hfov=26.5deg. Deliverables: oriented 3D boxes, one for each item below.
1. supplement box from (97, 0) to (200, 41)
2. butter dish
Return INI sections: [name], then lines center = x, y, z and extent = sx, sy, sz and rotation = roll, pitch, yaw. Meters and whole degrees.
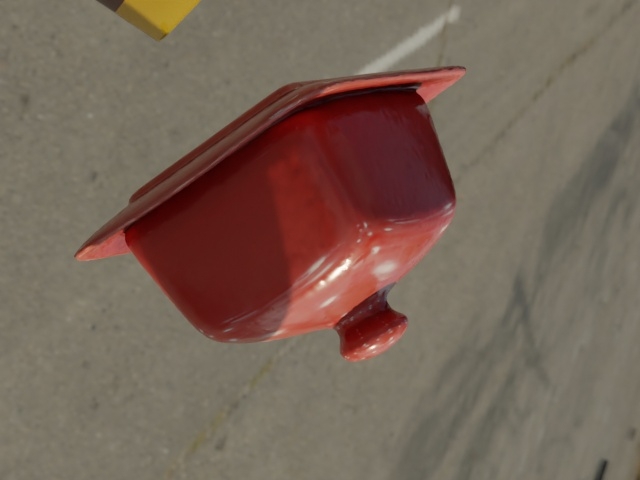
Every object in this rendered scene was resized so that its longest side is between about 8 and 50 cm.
[supplement box]
center = -0.073, -0.186, 0.394
extent = 0.129, 0.194, 0.191
rotation = -62, -166, -17
[butter dish]
center = 0.000, 0.000, 0.630
extent = 0.160, 0.118, 0.160
rotation = -31, 174, 30
